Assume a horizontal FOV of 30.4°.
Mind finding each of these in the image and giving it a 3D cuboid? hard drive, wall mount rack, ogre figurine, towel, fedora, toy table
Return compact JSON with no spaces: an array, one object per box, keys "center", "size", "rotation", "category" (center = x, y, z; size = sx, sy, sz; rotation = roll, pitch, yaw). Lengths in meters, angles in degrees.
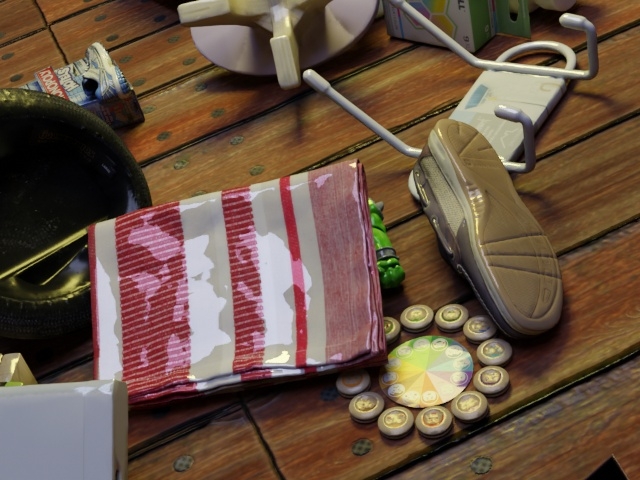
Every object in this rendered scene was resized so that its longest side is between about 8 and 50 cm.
[{"center":[-0.335,0.245,1.140],"size":[0.308,0.040,0.203],"rotation":[-5,77,14],"category":"hard drive"},{"center":[0.169,-0.202,1.485],"size":[0.304,0.130,0.350],"rotation":[13,47,31],"category":"wall mount rack"},{"center":[0.000,0.000,1.342],"size":[0.197,0.097,0.118],"rotation":[-9,51,27],"category":"ogre figurine"},{"center":[-0.099,0.049,1.281],"size":[0.329,0.037,0.237],"rotation":[-12,65,11],"category":"towel"},{"center":[-0.368,-0.018,1.408],"size":[0.152,0.334,0.334],"rotation":[-26,24,48],"category":"fedora"},{"center":[-0.060,-0.324,1.631],"size":[0.274,0.252,0.161],"rotation":[-24,-3,8],"category":"toy table"}]

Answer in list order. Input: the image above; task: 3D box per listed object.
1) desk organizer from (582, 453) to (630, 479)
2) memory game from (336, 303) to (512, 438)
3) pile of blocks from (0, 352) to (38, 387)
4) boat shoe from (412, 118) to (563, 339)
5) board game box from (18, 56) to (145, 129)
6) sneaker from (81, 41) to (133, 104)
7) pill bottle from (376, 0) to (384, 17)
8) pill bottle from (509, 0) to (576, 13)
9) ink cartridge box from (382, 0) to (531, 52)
[{"center":[0.258,0.247,0.993],"size":[0.047,0.050,0.130],"rotation":[-20,39,-4],"category":"desk organizer"},{"center":[0.106,0.131,1.214],"size":[0.186,0.012,0.186],"rotation":[-10,40,8],"category":"memory game"},{"center":[-0.376,0.172,1.263],"size":[0.362,0.112,0.149],"rotation":[18,51,36],"category":"pile of blocks"},{"center":[0.174,-0.004,1.285],"size":[0.103,0.092,0.285],"rotation":[2,51,-31],"category":"boat shoe"},{"center":[-0.383,-0.204,1.742],"size":[0.194,0.060,0.194],"rotation":[-26,40,-11],"category":"board game box"},{"center":[-0.316,-0.235,1.669],"size":[0.058,0.052,0.135],"rotation":[-30,42,-9],"category":"sneaker"},{"center":[0.026,-0.422,1.802],"size":[0.117,0.117,0.215],"rotation":[-33,42,-19],"category":"pill bottle"},{"center":[0.257,-0.390,1.676],"size":[0.222,0.124,0.124],"rotation":[21,53,38],"category":"pill bottle"},{"center":[0.184,-0.329,1.640],"size":[0.209,0.109,0.062],"rotation":[19,48,36],"category":"ink cartridge box"}]
